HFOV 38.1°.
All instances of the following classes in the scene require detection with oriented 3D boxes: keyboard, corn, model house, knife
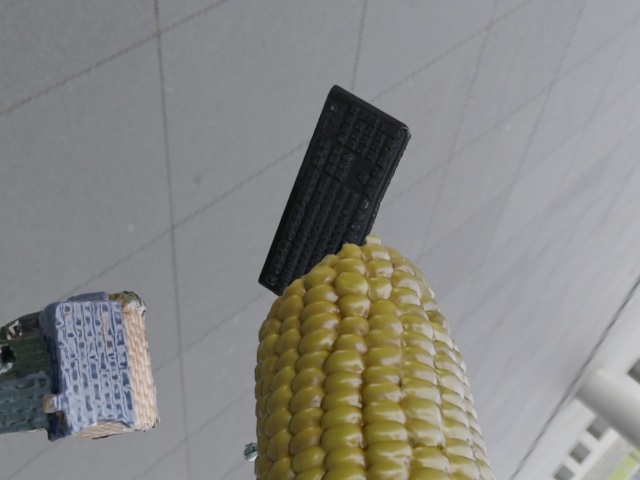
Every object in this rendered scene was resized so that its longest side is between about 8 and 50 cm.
[{"bbox_3d":[-0.007,0.007,1.015,0.041,0.103,0.381,-47,163,-44],"label":"keyboard"},{"bbox_3d":[0.034,0.170,0.469,0.144,0.387,0.144,-7,138,-7],"label":"corn"},{"bbox_3d":[-0.289,0.140,0.993,0.183,0.166,0.172,-12,171,6],"label":"model house"},{"bbox_3d":[-0.034,0.297,1.338,0.162,0.023,0.044,3,151,-35],"label":"knife"}]
